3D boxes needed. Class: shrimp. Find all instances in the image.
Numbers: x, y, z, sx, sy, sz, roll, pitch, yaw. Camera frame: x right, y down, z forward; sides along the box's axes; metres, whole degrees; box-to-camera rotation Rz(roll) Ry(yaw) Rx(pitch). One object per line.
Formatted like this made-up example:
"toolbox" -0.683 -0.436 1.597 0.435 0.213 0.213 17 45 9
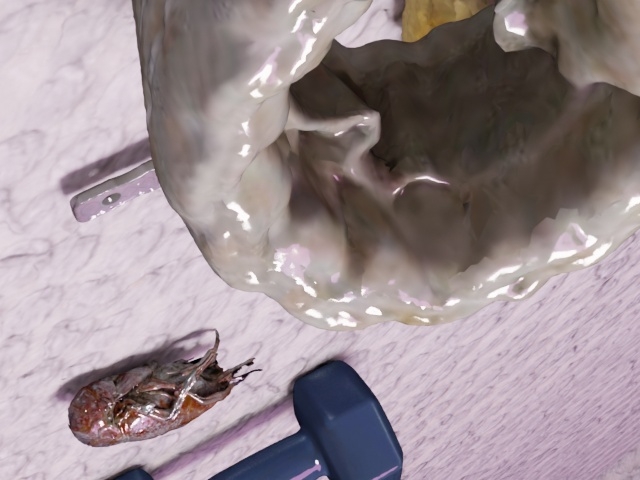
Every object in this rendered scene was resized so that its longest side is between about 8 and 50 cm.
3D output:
"shrimp" -0.133 0.130 1.226 0.190 0.075 0.073 -12 120 -28

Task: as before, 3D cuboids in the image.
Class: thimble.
"thimble" 0.055 -0.109 0.674 0.291 0.195 0.291 -8 140 -6

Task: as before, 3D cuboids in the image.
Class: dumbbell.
"dumbbell" -0.075 0.260 1.481 0.325 0.160 0.144 -28 -171 -11

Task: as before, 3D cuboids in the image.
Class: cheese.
"cheese" -0.075 -0.060 0.927 0.192 0.037 0.097 -26 158 -13

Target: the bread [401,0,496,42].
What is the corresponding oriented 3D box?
"bread" 0.164 -0.133 0.869 0.262 0.204 0.162 -48 157 28
